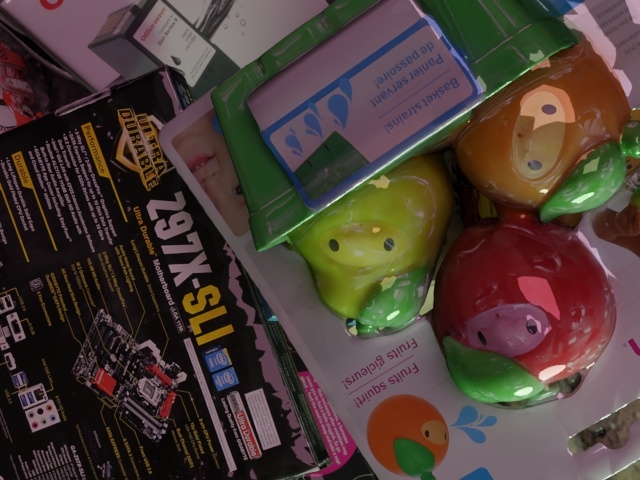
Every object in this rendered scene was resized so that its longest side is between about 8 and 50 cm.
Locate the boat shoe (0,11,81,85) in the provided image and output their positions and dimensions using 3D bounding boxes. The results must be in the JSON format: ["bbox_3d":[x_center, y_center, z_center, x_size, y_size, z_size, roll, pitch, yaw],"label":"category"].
[{"bbox_3d":[-0.234,-0.217,1.524,0.302,0.091,0.114,26,79,-3],"label":"boat shoe"}]

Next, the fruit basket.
[{"bbox_3d":[0.104,-0.008,1.143,0.327,0.165,0.353,-33,82,21],"label":"fruit basket"}]

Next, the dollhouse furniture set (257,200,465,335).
[{"bbox_3d":[0.000,0.000,1.364,0.184,0.129,0.129,4,60,-42],"label":"dollhouse furniture set"}]

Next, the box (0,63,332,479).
[{"bbox_3d":[-0.168,0.065,1.355,0.257,0.079,0.322,-22,85,6],"label":"box"}]

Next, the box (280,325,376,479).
[{"bbox_3d":[-0.072,0.144,1.463,0.163,0.142,0.247,-23,84,-9],"label":"box"}]

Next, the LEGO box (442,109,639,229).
[{"bbox_3d":[0.349,-0.061,1.433,0.500,0.372,0.193,-15,84,-9],"label":"LEGO box"}]

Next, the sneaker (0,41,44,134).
[{"bbox_3d":[-0.240,-0.083,1.502,0.270,0.090,0.145,18,62,-16],"label":"sneaker"}]

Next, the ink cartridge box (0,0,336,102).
[{"bbox_3d":[-0.096,-0.178,1.459,0.289,0.121,0.211,41,89,-22],"label":"ink cartridge box"}]
